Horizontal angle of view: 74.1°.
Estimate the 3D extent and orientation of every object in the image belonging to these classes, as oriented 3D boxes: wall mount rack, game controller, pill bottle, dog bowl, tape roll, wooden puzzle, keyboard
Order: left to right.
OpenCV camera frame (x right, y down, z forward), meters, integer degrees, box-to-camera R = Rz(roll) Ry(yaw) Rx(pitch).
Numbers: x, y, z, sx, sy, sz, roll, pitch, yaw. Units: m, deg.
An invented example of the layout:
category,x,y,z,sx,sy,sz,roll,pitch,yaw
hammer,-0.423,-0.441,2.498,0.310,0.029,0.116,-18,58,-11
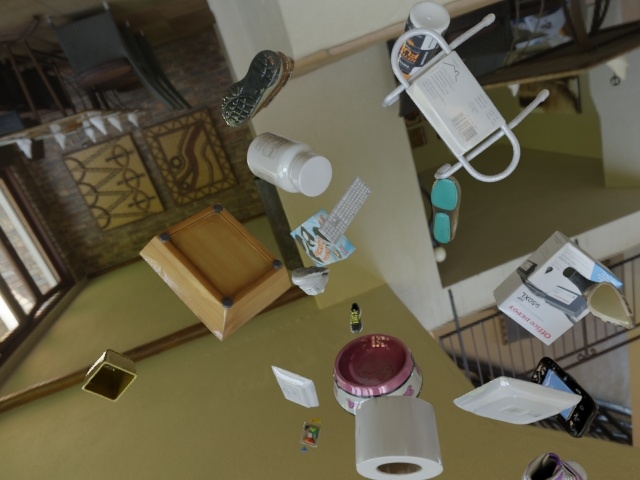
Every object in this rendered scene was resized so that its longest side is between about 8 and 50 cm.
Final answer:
category,x,y,z,sx,sy,sz,roll,pitch,yaw
pill bottle,-0.080,-0.196,1.099,0.131,0.131,0.229,-29,-141,-27
wooden puzzle,-0.036,0.687,1.503,0.078,0.014,0.116,-5,-120,26
keyboard,0.079,-0.096,1.303,0.014,0.072,0.256,-18,-149,51
dog bowl,0.240,0.581,1.891,0.407,0.151,0.408,-13,-156,6
tape roll,0.225,0.586,1.249,0.246,0.246,0.169,-12,-136,17
pill bottle,0.325,-0.648,1.407,0.130,0.131,0.246,-23,165,-11
wall mount rack,0.311,-0.305,0.886,0.304,0.350,0.130,-37,-175,9
game controller,0.907,0.580,1.599,0.067,0.167,0.319,6,-164,-7

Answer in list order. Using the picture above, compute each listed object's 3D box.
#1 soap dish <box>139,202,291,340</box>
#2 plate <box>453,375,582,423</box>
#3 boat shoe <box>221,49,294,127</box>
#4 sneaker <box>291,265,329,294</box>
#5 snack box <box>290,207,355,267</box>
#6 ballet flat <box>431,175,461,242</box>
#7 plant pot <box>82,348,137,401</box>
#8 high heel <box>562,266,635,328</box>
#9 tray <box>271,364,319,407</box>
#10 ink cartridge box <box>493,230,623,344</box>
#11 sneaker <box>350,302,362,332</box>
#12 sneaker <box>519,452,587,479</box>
category,x,y,z,sx,sy,sz,roll,pitch,yaw
soap dish,-0.238,0.057,0.998,0.229,0.291,0.118,-36,162,-40
plate,0.606,0.513,1.322,0.277,0.277,0.045,16,-129,-9
boat shoe,-0.192,-0.465,1.330,0.324,0.123,0.120,-26,-178,45
sneaker,-0.028,0.139,1.415,0.090,0.095,0.235,10,-177,22
snack box,0.000,0.000,1.600,0.060,0.187,0.322,-41,-176,-19
ballet flat,0.500,-0.142,1.648,0.116,0.343,0.124,19,-127,32
plant pot,-0.472,0.293,0.956,0.081,0.081,0.083,-49,-149,2
high heel,0.824,0.186,1.199,0.093,0.186,0.261,-50,-157,19
tray,-0.084,0.501,1.423,0.145,0.270,0.030,16,-124,17
ink cartridge box,0.991,0.206,1.809,0.395,0.285,0.166,-53,180,24
sneaker,0.084,0.189,1.041,0.031,0.035,0.083,-13,-142,11
sneaker,0.650,0.639,1.153,0.282,0.161,0.102,-6,-154,-31
